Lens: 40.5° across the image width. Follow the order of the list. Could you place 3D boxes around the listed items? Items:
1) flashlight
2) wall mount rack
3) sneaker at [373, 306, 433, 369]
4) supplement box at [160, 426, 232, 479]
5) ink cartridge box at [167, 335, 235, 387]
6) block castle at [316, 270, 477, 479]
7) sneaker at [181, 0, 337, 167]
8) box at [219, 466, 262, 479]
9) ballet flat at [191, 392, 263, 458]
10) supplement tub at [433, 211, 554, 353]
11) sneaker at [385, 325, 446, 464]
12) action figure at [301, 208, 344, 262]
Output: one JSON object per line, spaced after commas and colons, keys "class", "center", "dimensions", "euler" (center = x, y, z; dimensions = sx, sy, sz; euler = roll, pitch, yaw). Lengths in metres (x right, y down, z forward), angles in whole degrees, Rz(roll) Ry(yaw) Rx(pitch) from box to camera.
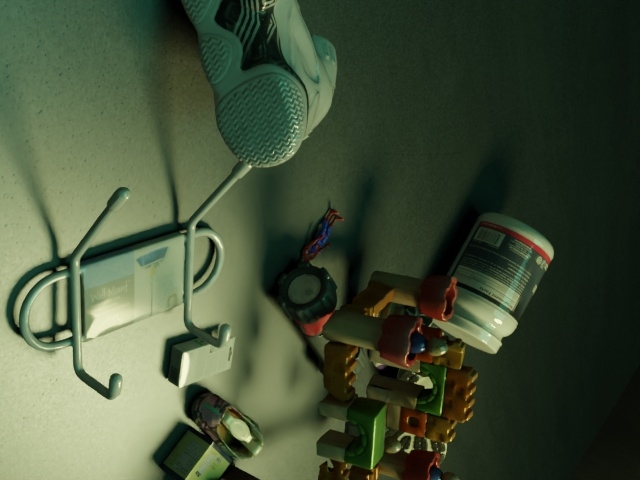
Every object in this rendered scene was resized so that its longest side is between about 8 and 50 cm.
{"class": "flashlight", "center": [0.014, 0.154, 1.571], "dimensions": [0.304, 0.103, 0.103], "euler": [59, 23, -53]}
{"class": "wall mount rack", "center": [-0.217, 0.034, 1.157], "dimensions": [0.350, 0.130, 0.304], "euler": [-22, 126, -46]}
{"class": "sneaker", "center": [0.169, 0.208, 1.852], "dimensions": [0.170, 0.068, 0.071], "euler": [-38, 153, -22]}
{"class": "supplement box", "center": [-0.205, 0.370, 1.439], "dimensions": [0.083, 0.056, 0.083], "euler": [-52, 143, -19]}
{"class": "ink cartridge box", "center": [-0.188, 0.186, 1.377], "dimensions": [0.115, 0.029, 0.063], "euler": [-13, 120, -50]}
{"class": "block castle", "center": [0.144, 0.301, 1.554], "dimensions": [0.303, 0.212, 0.454], "euler": [-34, 130, -61]}
{"class": "sneaker", "center": [-0.077, -0.288, 1.149], "dimensions": [0.210, 0.137, 0.366], "euler": [-39, 120, -70]}
{"class": "box", "center": [-0.133, 0.528, 1.486], "dimensions": [0.203, 0.168, 0.167], "euler": [-64, 173, -3]}
{"class": "ballet flat", "center": [-0.142, 0.328, 1.478], "dimensions": [0.077, 0.079, 0.221], "euler": [-55, 144, -17]}
{"class": "supplement tub", "center": [0.378, 0.093, 1.930], "dimensions": [0.272, 0.191, 0.191], "euler": [-60, 145, -9]}
{"class": "sneaker", "center": [0.227, 0.358, 1.937], "dimensions": [0.182, 0.158, 0.410], "euler": [-71, 176, -52]}
{"class": "action figure", "center": [0.000, 0.000, 1.517], "dimensions": [0.115, 0.030, 0.038], "euler": [-55, 148, -12]}
